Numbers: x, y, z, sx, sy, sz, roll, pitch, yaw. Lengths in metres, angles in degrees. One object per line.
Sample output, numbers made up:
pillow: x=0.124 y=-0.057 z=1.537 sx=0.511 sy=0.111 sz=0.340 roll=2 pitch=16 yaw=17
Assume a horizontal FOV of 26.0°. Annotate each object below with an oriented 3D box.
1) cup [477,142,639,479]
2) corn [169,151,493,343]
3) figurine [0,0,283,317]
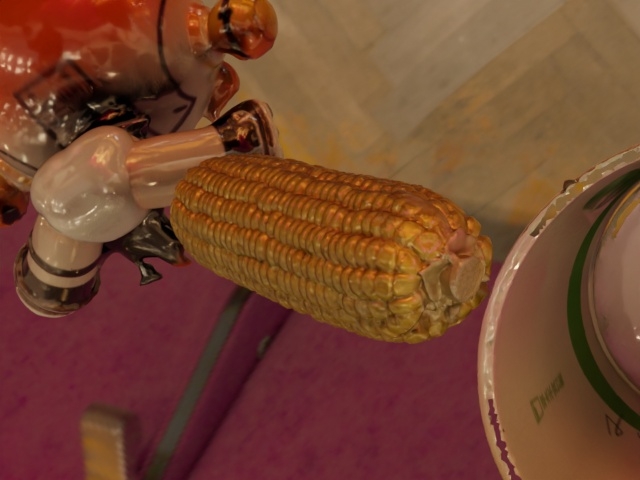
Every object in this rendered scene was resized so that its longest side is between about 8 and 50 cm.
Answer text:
cup: x=0.235 y=0.052 z=0.767 sx=0.253 sy=0.274 sz=0.253 roll=3 pitch=99 yaw=17
corn: x=0.000 y=0.000 z=0.712 sx=0.238 sy=0.080 sz=0.080 roll=16 pitch=125 yaw=55
figurine: x=-0.190 y=-0.130 z=1.124 sx=0.320 sy=0.196 sz=0.323 roll=-32 pitch=61 yaw=15
